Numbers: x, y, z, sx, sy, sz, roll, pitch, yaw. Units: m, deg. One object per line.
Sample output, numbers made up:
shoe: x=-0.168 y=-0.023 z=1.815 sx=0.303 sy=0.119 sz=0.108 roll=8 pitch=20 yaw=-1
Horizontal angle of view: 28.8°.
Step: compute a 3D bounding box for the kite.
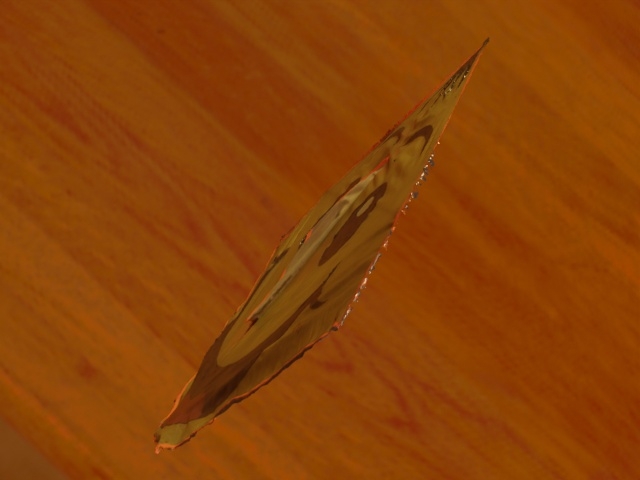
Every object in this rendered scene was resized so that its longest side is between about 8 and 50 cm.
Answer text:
kite: x=0.002 y=0.001 z=0.765 sx=0.013 sy=0.377 sz=0.327 roll=40 pitch=87 yaw=-8
